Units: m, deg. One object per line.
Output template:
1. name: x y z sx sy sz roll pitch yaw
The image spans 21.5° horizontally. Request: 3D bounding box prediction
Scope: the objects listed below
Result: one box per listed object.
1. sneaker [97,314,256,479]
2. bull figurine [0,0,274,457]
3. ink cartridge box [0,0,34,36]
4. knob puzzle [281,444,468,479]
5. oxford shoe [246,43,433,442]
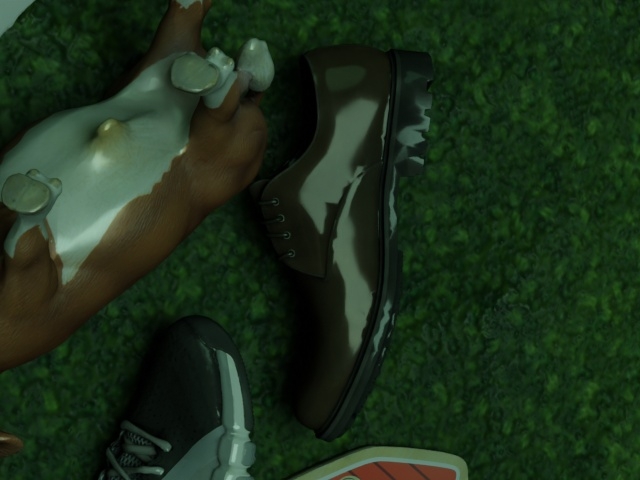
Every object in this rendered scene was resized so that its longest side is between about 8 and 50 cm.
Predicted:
1. sneaker: -0.113 0.151 0.889 0.132 0.086 0.229 5 91 -29
2. bull figurine: -0.134 -0.009 0.833 0.101 0.188 0.310 36 60 12
3. ink cartridge box: -0.233 -0.149 0.796 0.189 0.097 0.255 48 67 -23
4. knob puzzle: 0.037 0.209 1.011 0.213 0.030 0.213 -2 93 -30
5. oxford shoe: 0.000 0.000 0.963 0.096 0.083 0.227 7 88 -12
